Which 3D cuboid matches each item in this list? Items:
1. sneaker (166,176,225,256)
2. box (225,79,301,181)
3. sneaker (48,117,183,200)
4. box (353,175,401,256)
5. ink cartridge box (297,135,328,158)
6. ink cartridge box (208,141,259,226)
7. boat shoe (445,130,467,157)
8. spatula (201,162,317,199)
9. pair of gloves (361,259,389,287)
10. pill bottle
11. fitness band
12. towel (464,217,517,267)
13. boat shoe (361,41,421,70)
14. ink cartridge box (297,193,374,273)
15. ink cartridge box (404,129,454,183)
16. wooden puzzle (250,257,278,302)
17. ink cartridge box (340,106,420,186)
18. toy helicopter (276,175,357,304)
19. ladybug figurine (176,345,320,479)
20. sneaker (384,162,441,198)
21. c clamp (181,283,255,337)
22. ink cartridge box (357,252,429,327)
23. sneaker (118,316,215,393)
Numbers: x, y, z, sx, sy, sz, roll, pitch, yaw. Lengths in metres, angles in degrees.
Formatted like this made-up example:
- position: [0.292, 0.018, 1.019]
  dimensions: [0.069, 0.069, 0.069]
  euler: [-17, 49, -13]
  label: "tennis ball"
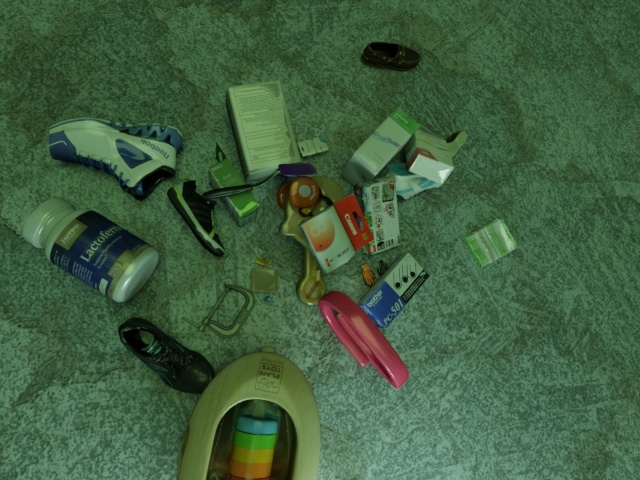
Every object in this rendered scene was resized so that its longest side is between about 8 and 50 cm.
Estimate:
- position: [-0.308, -0.069, 1.073]
  dimensions: [0.097, 0.084, 0.235]
  euler: [-35, 86, -19]
  label: "sneaker"
- position: [-0.161, -0.298, 1.121]
  dimensions: [0.148, 0.127, 0.232]
  euler: [-14, 90, -16]
  label: "box"
- position: [-0.513, -0.199, 1.036]
  dimensions: [0.315, 0.127, 0.182]
  euler: [-3, 75, -15]
  label: "sneaker"
- position: [0.162, -0.068, 1.146]
  dimensions: [0.114, 0.036, 0.207]
  euler: [-17, 116, -17]
  label: "box"
- position: [-0.025, -0.276, 1.215]
  dimensions: [0.083, 0.028, 0.048]
  euler: [-18, 81, -16]
  label: "ink cartridge box"
- position: [-0.249, -0.147, 1.092]
  dimensions: [0.062, 0.109, 0.209]
  euler: [-33, 86, -18]
  label: "ink cartridge box"
- position: [0.421, -0.305, 1.318]
  dimensions: [0.133, 0.042, 0.049]
  euler: [-44, 114, -18]
  label: "boat shoe"
- position: [-0.154, -0.149, 1.026]
  dimensions: [0.296, 0.084, 0.030]
  euler: [-19, 125, -8]
  label: "spatula"
- position: [0.162, 0.096, 1.178]
  dimensions: [0.083, 0.010, 0.074]
  euler: [-11, 79, -16]
  label: "pair of gloves"
- position: [-0.538, 0.019, 0.964]
  dimensions: [0.264, 0.153, 0.153]
  euler: [32, 72, -4]
  label: "pill bottle"
- position: [0.106, 0.247, 1.024]
  dimensions: [0.054, 0.209, 0.291]
  euler: [-39, 88, -19]
  label: "fitness band"
- position: [0.538, 0.005, 1.278]
  dimensions: [0.152, 0.023, 0.113]
  euler: [-26, 83, -17]
  label: "towel"
- position: [0.240, -0.609, 1.334]
  dimensions: [0.207, 0.073, 0.073]
  euler: [-6, 77, -15]
  label: "boat shoe"
- position: [0.051, -0.019, 1.051]
  dimensions: [0.179, 0.045, 0.145]
  euler: [-30, 103, -15]
  label: "ink cartridge box"
- position: [0.320, -0.265, 1.223]
  dimensions: [0.115, 0.067, 0.198]
  euler: [18, 40, -10]
  label: "ink cartridge box"
- position: [-0.151, 0.107, 1.100]
  dimensions: [0.078, 0.014, 0.116]
  euler: [10, 66, -7]
  label: "wooden puzzle"
- position: [0.171, -0.261, 1.190]
  dimensions: [0.093, 0.154, 0.212]
  euler: [40, 72, 1]
  label: "ink cartridge box"
- position: [0.000, 0.000, 1.124]
  dimensions: [0.235, 0.140, 0.355]
  euler: [5, 86, -21]
  label: "toy helicopter"
- position: [-0.158, 0.473, 0.935]
  dimensions: [0.305, 0.162, 0.449]
  euler: [14, 75, -8]
  label: "ladybug figurine"
- position: [0.279, -0.179, 1.234]
  dimensions: [0.228, 0.092, 0.087]
  euler: [-4, 44, -32]
  label: "sneaker"
- position: [-0.253, 0.178, 1.058]
  dimensions: [0.137, 0.022, 0.161]
  euler: [38, 71, -3]
  label: "c clamp"
- position: [0.209, 0.139, 1.153]
  dimensions: [0.097, 0.046, 0.207]
  euler: [47, 72, -7]
  label: "ink cartridge box"
- position: [-0.369, 0.281, 0.965]
  dimensions: [0.267, 0.106, 0.101]
  euler: [34, 71, -4]
  label: "sneaker"
